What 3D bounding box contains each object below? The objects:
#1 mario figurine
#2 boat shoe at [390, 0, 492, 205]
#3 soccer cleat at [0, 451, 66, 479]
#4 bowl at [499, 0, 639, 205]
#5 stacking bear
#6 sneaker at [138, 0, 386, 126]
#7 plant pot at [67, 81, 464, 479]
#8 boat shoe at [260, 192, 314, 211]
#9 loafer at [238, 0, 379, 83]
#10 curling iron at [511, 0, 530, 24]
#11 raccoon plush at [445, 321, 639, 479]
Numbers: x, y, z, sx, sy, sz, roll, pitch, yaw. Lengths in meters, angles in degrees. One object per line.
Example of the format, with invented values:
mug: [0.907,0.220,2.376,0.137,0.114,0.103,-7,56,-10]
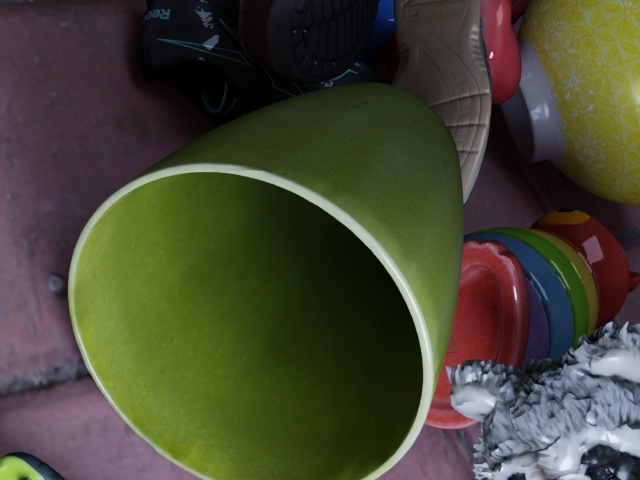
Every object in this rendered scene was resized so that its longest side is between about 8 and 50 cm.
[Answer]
mario figurine: [0.046,-0.188,1.832,0.320,0.170,0.198,16,83,-25]
boat shoe: [0.107,-0.123,1.669,0.092,0.103,0.285,61,26,-55]
soccer cleat: [-0.155,0.208,1.280,0.179,0.060,0.072,51,25,-10]
bowl: [0.271,-0.156,1.954,0.156,0.289,0.289,-18,65,-7]
stacking bear: [0.177,0.052,1.685,0.289,0.175,0.164,-20,104,-52]
sneaker: [-0.048,-0.131,1.684,0.267,0.101,0.106,27,55,-19]
plant pot: [0.000,0.000,1.436,0.275,0.275,0.293,46,36,-6]
boat shoe: [-0.029,-0.036,1.637,0.183,0.065,0.083,-9,42,-40]
loafer: [-0.008,-0.253,1.668,0.130,0.134,0.366,8,34,15]
curling iron: [0.206,-0.230,2.080,0.068,0.035,0.274,53,35,5]
raccoon plush: [0.218,0.165,1.567,0.446,0.216,0.299,-101,165,-75]
